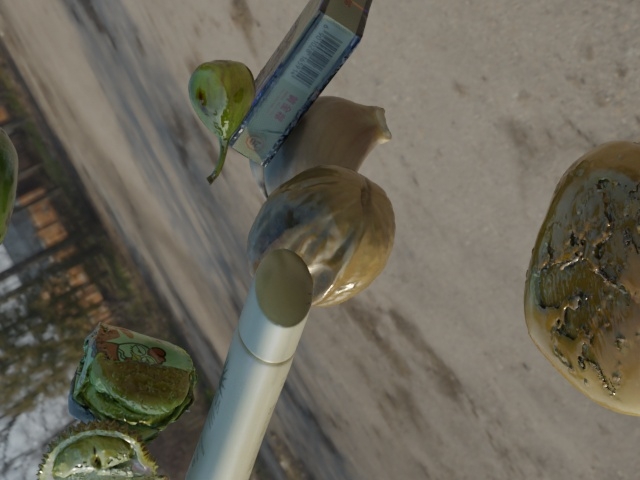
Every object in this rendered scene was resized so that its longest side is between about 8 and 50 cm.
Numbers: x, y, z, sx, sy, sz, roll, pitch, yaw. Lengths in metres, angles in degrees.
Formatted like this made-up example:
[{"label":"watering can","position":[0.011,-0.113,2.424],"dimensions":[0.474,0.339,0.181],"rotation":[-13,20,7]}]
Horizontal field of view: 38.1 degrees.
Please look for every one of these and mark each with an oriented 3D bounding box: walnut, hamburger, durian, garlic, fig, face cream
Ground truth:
[{"label":"walnut","position":[0.000,0.000,1.490],"dimensions":[0.225,0.225,0.261],"rotation":[55,127,23]},{"label":"hamburger","position":[-0.318,0.254,1.598],"dimensions":[0.235,0.214,0.125],"rotation":[-94,25,-56]},{"label":"durian","position":[-0.325,0.337,1.435],"dimensions":[0.208,0.146,0.102],"rotation":[20,-161,-21]},{"label":"garlic","position":[-0.036,-0.139,1.809],"dimensions":[0.231,0.340,0.246],"rotation":[-1,155,46]},{"label":"hamburger","position":[0.377,0.042,1.076],"dimensions":[0.284,0.174,0.305],"rotation":[47,134,48]},{"label":"fig","position":[-0.144,-0.171,1.279],"dimensions":[0.093,0.093,0.166],"rotation":[47,131,44]},{"label":"face cream","position":[-0.095,0.194,1.217],"dimensions":[0.173,0.081,0.349],"rotation":[-96,24,-70]}]

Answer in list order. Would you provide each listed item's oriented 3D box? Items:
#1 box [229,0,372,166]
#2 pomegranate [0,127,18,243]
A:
[{"label":"box","position":[-0.033,-0.292,1.545],"dimensions":[0.084,0.198,0.310],"rotation":[31,129,-14]},{"label":"pomegranate","position":[-0.495,-0.072,1.142],"dimensions":[0.254,0.254,0.270],"rotation":[60,171,3]}]
